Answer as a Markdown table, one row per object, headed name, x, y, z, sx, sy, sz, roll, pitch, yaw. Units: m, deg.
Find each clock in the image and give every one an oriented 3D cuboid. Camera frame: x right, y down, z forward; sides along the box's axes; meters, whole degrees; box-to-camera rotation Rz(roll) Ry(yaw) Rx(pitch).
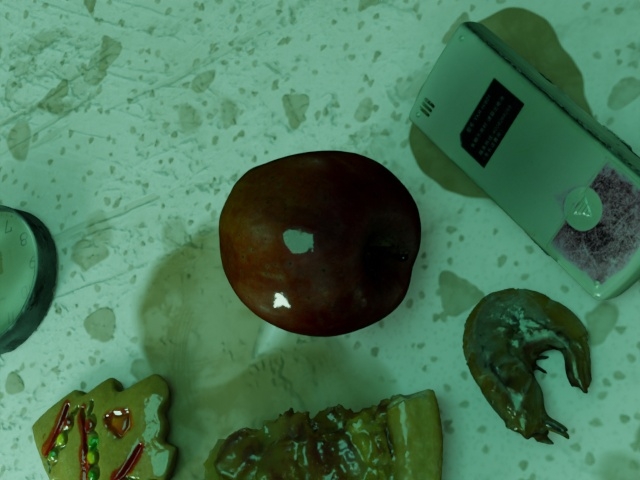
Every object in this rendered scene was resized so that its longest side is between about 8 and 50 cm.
| name | x | y | z | sx | sy | sz | roll | pitch | yaw |
| --- | --- | --- | --- | --- | --- | --- | --- | --- | --- |
| clock | -0.485 | 0.056 | 1.499 | 0.226 | 0.049 | 0.226 | -9 | 70 | 26 |

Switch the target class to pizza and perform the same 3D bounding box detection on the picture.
| name | x | y | z | sx | sy | sz | roll | pitch | yaw |
| --- | --- | --- | --- | --- | --- | --- | --- | --- | --- |
| pizza | -0.017 | 0.310 | 1.152 | 0.409 | 0.114 | 0.278 | -47 | 65 | 5 |

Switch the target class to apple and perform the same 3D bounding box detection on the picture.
| name | x | y | z | sx | sy | sz | roll | pitch | yaw |
| --- | --- | --- | --- | --- | --- | --- | --- | --- | --- |
| apple | 0.002 | 0.000 | 1.168 | 0.234 | 0.234 | 0.234 | -8 | 72 | 25 |

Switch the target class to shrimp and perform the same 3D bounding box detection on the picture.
| name | x | y | z | sx | sy | sz | roll | pitch | yaw |
| --- | --- | --- | --- | --- | --- | --- | --- | --- | --- |
| shrimp | 0.227 | 0.131 | 1.104 | 0.132 | 0.051 | 0.187 | -31 | 61 | 17 |

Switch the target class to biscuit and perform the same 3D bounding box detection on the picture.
| name | x | y | z | sx | sy | sz | roll | pitch | yaw |
| --- | --- | --- | --- | --- | --- | --- | --- | --- | --- |
| biscuit | -0.290 | 0.267 | 1.341 | 0.238 | 0.041 | 0.212 | 8 | 81 | 28 |

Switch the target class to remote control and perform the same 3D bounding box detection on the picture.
| name | x | y | z | sx | sy | sz | roll | pitch | yaw |
| --- | --- | --- | --- | --- | --- | --- | --- | --- | --- |
| remote control | 0.242 | -0.092 | 1.137 | 0.344 | 0.050 | 0.145 | 49 | 127 | 29 |
